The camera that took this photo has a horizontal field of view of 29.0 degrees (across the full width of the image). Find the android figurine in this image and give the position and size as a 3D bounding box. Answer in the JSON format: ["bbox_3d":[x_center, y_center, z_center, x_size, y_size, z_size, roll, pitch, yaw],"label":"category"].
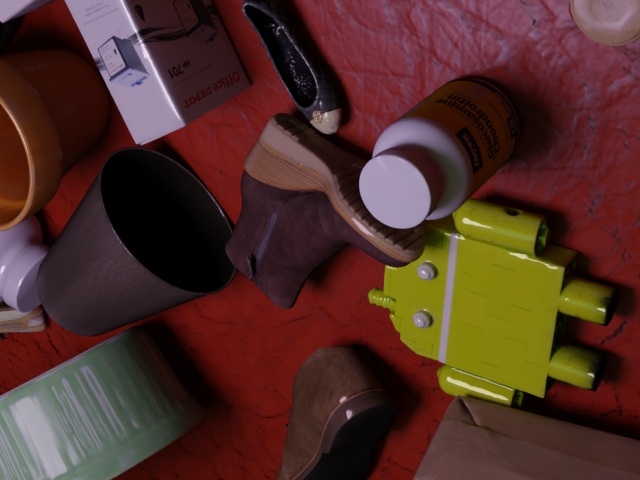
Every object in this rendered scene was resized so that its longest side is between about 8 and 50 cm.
[{"bbox_3d":[0.176,0.068,1.326,0.273,0.056,0.248,18,124,22],"label":"android figurine"}]

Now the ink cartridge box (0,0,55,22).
[{"bbox_3d":[-0.276,-0.323,1.366,0.198,0.115,0.067,-22,101,38],"label":"ink cartridge box"}]

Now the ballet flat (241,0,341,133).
[{"bbox_3d":[-0.033,-0.187,1.324,0.057,0.049,0.173,-25,100,41],"label":"ballet flat"}]

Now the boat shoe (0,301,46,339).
[{"bbox_3d":[-0.474,0.113,1.775,0.190,0.068,0.072,0,126,33],"label":"boat shoe"}]

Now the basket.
[{"bbox_3d":[-0.240,0.022,1.516,0.204,0.154,0.227,48,135,-8],"label":"basket"}]

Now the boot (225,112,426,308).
[{"bbox_3d":[0.000,0.000,1.370,0.248,0.090,0.207,43,133,27],"label":"boot"}]

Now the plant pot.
[{"bbox_3d":[-0.357,-0.140,1.473,0.205,0.188,0.205,15,122,26],"label":"plant pot"}]

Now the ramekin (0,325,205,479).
[{"bbox_3d":[-0.315,0.232,1.588,0.303,0.303,0.148,-27,91,40],"label":"ramekin"}]

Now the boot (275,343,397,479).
[{"bbox_3d":[0.000,0.243,1.532,0.115,0.112,0.305,61,143,31],"label":"boot"}]

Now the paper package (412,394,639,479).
[{"bbox_3d":[0.262,0.359,1.324,0.309,0.168,0.325,12,131,28],"label":"paper package"}]

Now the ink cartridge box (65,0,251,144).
[{"bbox_3d":[-0.177,-0.220,1.341,0.082,0.139,0.191,-17,105,37],"label":"ink cartridge box"}]

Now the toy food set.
[{"bbox_3d":[0.266,-0.217,1.129,0.083,0.020,0.082,52,131,-2],"label":"toy food set"}]

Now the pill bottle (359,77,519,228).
[{"bbox_3d":[0.113,-0.082,1.196,0.103,0.184,0.103,16,123,26],"label":"pill bottle"}]

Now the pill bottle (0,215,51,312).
[{"bbox_3d":[-0.475,-0.008,1.652,0.264,0.146,0.146,31,128,16],"label":"pill bottle"}]

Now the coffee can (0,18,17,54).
[{"bbox_3d":[-0.532,-0.308,1.487,0.275,0.201,0.201,48,131,2],"label":"coffee can"}]
